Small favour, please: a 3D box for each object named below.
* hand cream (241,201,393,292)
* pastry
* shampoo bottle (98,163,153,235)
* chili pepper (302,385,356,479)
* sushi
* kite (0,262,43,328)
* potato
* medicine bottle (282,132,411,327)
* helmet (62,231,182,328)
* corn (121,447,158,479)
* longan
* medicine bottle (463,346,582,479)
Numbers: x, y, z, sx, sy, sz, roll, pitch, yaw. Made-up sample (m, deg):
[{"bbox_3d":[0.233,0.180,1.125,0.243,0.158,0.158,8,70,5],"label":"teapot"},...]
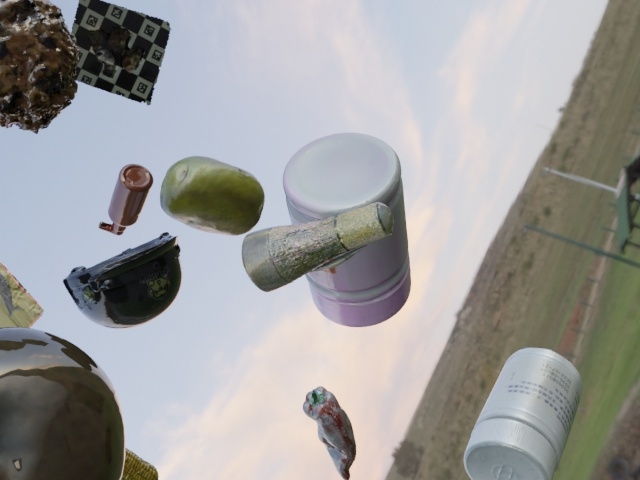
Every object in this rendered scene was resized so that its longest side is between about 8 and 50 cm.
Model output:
[{"bbox_3d":[0.000,0.000,0.950,0.084,0.203,0.084,52,-153,-40],"label":"hand cream"},{"bbox_3d":[-0.564,-0.326,1.324,0.275,0.193,0.274,-3,-83,-27],"label":"pastry"},{"bbox_3d":[-0.477,-0.087,1.801,0.085,0.085,0.244,-45,-3,-42],"label":"shampoo bottle"},{"bbox_3d":[0.015,0.210,0.817,0.050,0.041,0.153,-108,-4,-56],"label":"chili pepper"},{"bbox_3d":[-0.449,-0.416,1.605,0.210,0.040,0.192,11,-77,-36],"label":"sushi"},{"bbox_3d":[-0.833,0.188,1.718,0.013,0.378,0.327,82,-174,-82],"label":"kite"},{"bbox_3d":[-0.231,-0.095,1.584,0.197,0.228,0.148,118,151,-47],"label":"potato"},{"bbox_3d":[0.055,-0.013,1.317,0.202,0.202,0.315,-52,-32,-32],"label":"medicine bottle"},{"bbox_3d":[-0.374,0.093,1.478,0.231,0.279,0.160,-26,-79,-40],"label":"helmet"},{"bbox_3d":[-0.652,0.674,2.265,0.363,0.120,0.120,42,-112,-27],"label":"corn"},{"bbox_3d":[-0.455,0.288,1.141,0.288,0.350,0.288,-39,-15,-12],"label":"longan"},{"bbox_3d":[0.457,0.408,1.643,0.332,0.190,0.190,-44,-31,-48],"label":"medicine bottle"}]
